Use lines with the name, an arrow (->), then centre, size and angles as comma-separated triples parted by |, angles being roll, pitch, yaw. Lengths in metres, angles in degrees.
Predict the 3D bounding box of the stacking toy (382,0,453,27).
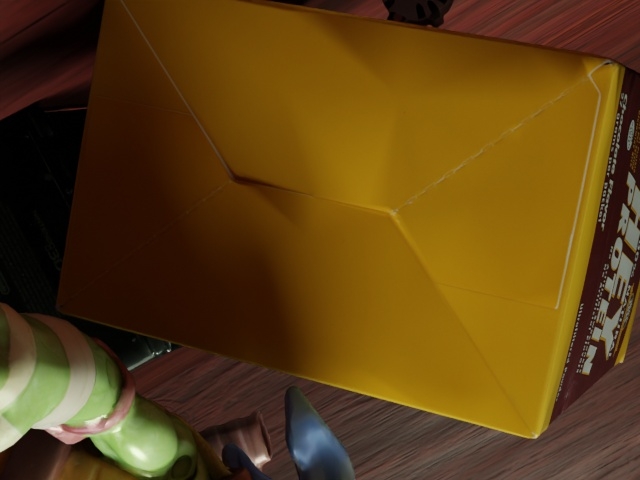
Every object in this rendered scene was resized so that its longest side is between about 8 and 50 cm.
stacking toy -> 0.095, -0.161, 0.519 | 0.221, 0.052, 0.167 | -31, 174, 9

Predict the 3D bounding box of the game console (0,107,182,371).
game console -> -0.112, 0.007, 0.609 | 0.107, 0.122, 0.071 | -28, 174, -7

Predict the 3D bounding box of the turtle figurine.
turtle figurine -> -0.144, 0.102, 0.424 | 0.275, 0.266, 0.198 | -53, 151, -34

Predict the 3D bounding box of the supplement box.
supplement box -> 0.032, -0.020, 0.554 | 0.191, 0.129, 0.194 | 13, -173, 20
